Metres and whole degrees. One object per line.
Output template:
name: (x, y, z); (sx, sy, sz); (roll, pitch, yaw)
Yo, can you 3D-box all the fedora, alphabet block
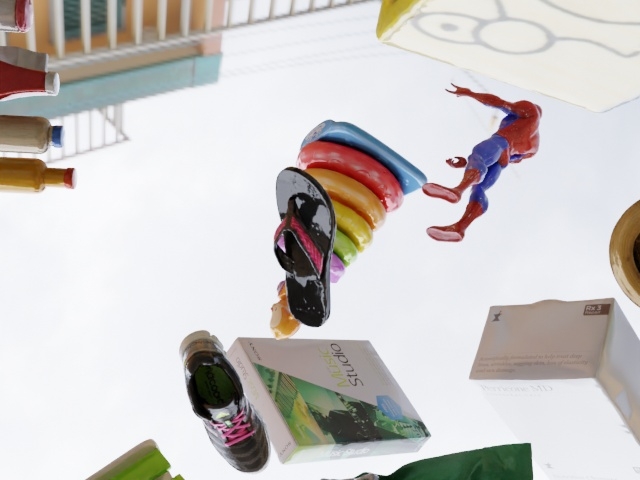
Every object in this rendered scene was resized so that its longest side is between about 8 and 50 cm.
fedora: (0.485, 0.015, 1.206); (0.194, 0.194, 0.079); (23, -155, 12)
alphabet block: (0.173, -0.221, 0.613); (0.197, 0.192, 0.193); (15, -104, -17)

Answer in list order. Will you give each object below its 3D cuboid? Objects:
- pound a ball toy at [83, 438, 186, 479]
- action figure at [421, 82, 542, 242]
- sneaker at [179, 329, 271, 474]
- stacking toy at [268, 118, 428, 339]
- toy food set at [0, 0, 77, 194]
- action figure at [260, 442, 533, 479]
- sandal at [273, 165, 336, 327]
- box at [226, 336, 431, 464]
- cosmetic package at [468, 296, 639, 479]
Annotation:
pound a ball toy: (-0.295, 0.449, 1.214); (0.319, 0.135, 0.208); (-33, -135, -24)
action figure: (0.183, -0.112, 1.132); (0.139, 0.091, 0.280); (17, -139, 33)
sneaker: (-0.101, 0.180, 0.950); (0.063, 0.170, 0.075); (-23, -169, -2)
stacking toy: (0.000, 0.000, 1.237); (0.166, 0.175, 0.301); (32, -110, -15)
toy food set: (-0.312, -0.169, 0.959); (0.105, 0.111, 0.232); (3, -98, -2)
action figure: (0.026, 0.190, 0.560); (0.232, 0.063, 0.137); (1, -117, -2)
sandal: (-0.020, 0.013, 0.920); (0.067, 0.179, 0.040); (12, -153, 34)
box: (0.016, 0.267, 1.547); (0.322, 0.058, 0.232); (6, -142, -42)
cosmetic package: (0.426, 0.264, 1.441); (0.217, 0.385, 0.156); (-10, -135, 41)
